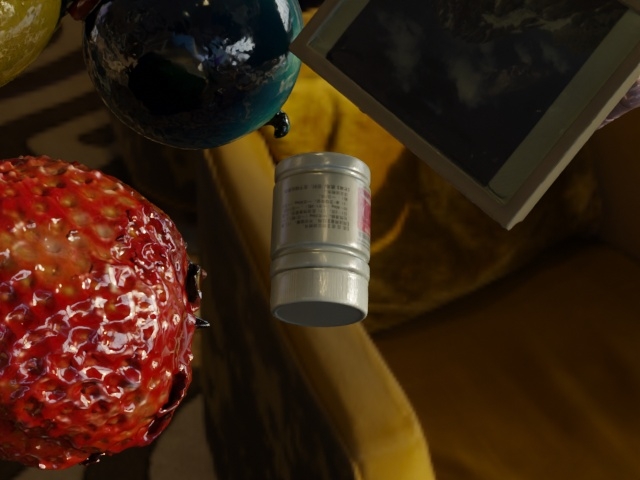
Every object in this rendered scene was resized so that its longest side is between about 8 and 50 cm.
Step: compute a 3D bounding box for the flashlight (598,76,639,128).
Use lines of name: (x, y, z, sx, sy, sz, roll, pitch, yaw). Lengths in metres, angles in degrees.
flashlight: (0.281, -0.133, 1.251, 0.052, 0.110, 0.031, -11, 79, -28)

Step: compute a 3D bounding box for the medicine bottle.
medicine bottle: (0.000, 0.000, 0.768, 0.058, 0.058, 0.091, 1, 71, 1)

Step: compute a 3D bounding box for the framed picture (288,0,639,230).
framed picture: (0.120, -0.162, 1.051, 0.281, 0.209, 0.019, 41, 6, 34)

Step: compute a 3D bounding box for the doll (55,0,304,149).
doll: (-0.143, -0.207, 1.172, 0.322, 0.198, 0.186, 40, 19, -14)

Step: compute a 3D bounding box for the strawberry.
strawberry: (-0.242, 0.049, 1.008, 0.250, 0.288, 0.239, -22, 62, 23)

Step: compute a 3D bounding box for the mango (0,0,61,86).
mango: (-0.198, -0.101, 0.614, 0.137, 0.098, 0.195, -10, 28, 12)
